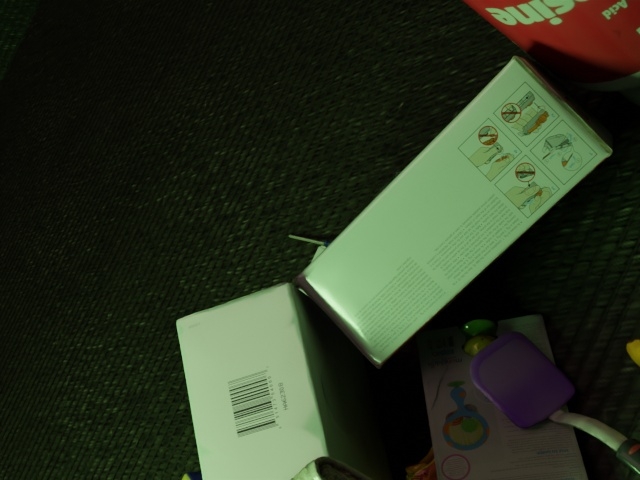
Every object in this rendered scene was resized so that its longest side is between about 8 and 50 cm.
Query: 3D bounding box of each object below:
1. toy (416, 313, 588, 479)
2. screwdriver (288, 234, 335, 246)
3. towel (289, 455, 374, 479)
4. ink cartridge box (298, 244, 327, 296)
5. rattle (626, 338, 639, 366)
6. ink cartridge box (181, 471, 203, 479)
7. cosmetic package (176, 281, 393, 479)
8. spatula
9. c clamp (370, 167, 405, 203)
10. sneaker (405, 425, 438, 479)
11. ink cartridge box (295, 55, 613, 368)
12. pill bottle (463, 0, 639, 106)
[{"bbox_3d":[0.179,0.188,0.897,0.137,0.056,0.237,-9,50,5],"label":"toy"},{"bbox_3d":[0.000,0.000,1.258,0.170,0.024,0.025,20,115,54],"label":"screwdriver"},{"bbox_3d":[0.053,0.317,0.815,0.187,0.282,0.049,-48,16,29],"label":"towel"},{"bbox_3d":[0.017,0.095,1.150,0.109,0.063,0.150,25,88,52],"label":"ink cartridge box"},{"bbox_3d":[0.289,0.179,0.746,0.143,0.130,0.200,1,75,46],"label":"rattle"},{"bbox_3d":[-0.119,0.432,1.117,0.303,0.072,0.307,32,96,52],"label":"ink cartridge box"},{"bbox_3d":[-0.030,0.191,0.960,0.138,0.224,0.224,-20,67,15],"label":"cosmetic package"},{"bbox_3d":[0.257,0.180,0.820,0.084,0.030,0.296,-28,40,-24],"label":"spatula"},{"bbox_3d":[0.123,-0.043,1.144,0.160,0.022,0.137,34,101,50],"label":"c clamp"},{"bbox_3d":[0.111,0.268,0.930,0.064,0.067,0.175,122,167,-72],"label":"sneaker"},{"bbox_3d":[0.156,-0.042,0.966,0.130,0.272,0.309,46,111,5],"label":"ink cartridge box"},{"bbox_3d":[0.242,-0.280,0.819,0.229,0.407,0.229,-27,51,39],"label":"pill bottle"}]
